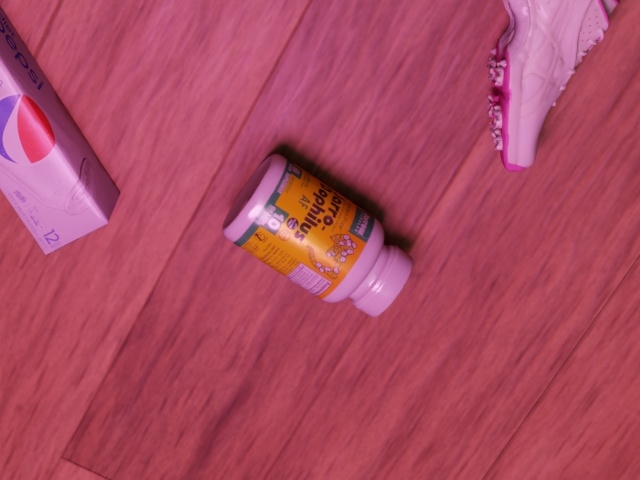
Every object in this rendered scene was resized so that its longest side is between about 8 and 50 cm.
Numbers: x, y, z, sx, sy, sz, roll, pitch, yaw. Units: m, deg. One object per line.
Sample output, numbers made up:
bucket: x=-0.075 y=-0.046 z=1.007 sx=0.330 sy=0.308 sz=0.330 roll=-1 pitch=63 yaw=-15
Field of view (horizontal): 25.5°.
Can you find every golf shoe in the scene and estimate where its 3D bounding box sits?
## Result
golf shoe: x=0.257 y=-0.218 z=1.556 sx=0.140 sy=0.115 sz=0.306 roll=2 pitch=115 yaw=-2

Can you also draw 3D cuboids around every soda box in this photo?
soda box: x=-0.347 y=-0.132 z=1.627 sx=0.091 sy=0.098 sz=0.286 roll=-26 pitch=110 yaw=13

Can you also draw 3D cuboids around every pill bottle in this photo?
pill bottle: x=0.000 y=0.000 z=1.659 sx=0.208 sy=0.117 sz=0.117 roll=34 pitch=111 yaw=-11
